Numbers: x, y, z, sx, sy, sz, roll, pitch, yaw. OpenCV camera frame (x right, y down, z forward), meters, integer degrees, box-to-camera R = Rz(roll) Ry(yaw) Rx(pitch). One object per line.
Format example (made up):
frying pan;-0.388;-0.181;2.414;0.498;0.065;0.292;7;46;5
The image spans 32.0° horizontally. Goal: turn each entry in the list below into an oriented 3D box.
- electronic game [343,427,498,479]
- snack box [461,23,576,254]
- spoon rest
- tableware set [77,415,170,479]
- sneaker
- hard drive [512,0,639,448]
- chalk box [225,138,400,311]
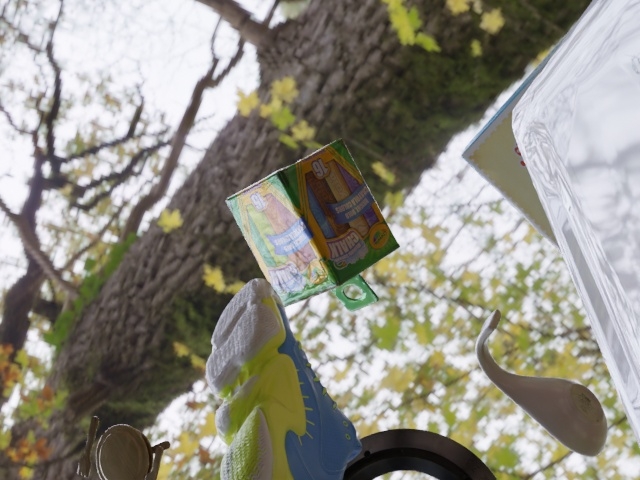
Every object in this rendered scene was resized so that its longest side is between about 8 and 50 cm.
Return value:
electronic game;0.091;0.314;1.179;0.229;0.048;0.229;-2;-103;9
snack box;0.272;-0.016;0.746;0.322;0.187;0.060;46;-151;8
spoon rest;0.345;0.232;1.756;0.276;0.084;0.137;44;-145;-3
tableware set;-0.254;0.328;1.412;0.128;0.194;0.039;17;-176;32
sneaker;-0.032;0.149;1.012;0.126;0.091;0.240;29;-141;-30
hard drive;0.186;-0.045;0.361;0.047;0.353;0.233;-8;-114;-20
chalk box;0.000;0.000;1.467;0.132;0.132;0.213;-29;-88;-42
